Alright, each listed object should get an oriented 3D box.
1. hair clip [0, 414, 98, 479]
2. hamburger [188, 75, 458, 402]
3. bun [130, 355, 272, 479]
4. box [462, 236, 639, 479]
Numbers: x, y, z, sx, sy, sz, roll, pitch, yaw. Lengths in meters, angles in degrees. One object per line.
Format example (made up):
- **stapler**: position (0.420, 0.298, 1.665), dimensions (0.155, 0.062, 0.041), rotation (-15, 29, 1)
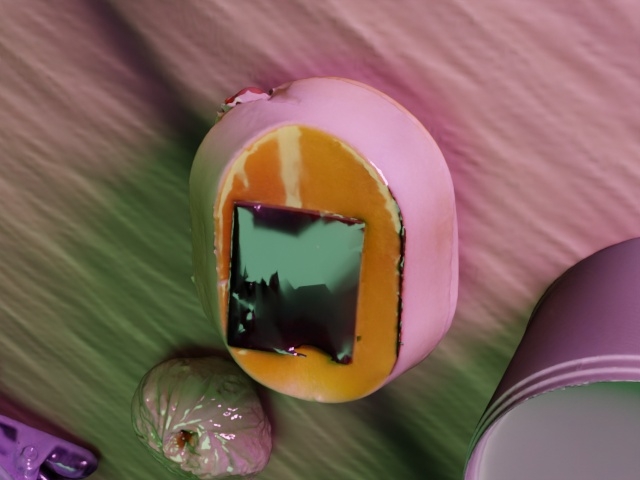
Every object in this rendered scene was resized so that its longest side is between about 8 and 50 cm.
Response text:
- **hair clip**: position (-0.305, 0.155, 1.046), dimensions (0.278, 0.090, 0.137), rotation (39, 127, 6)
- **hamburger**: position (0.000, 0.000, 0.781), dimensions (0.173, 0.116, 0.210), rotation (5, 117, 15)
- **bun**: position (-0.091, 0.142, 0.935), dimensions (0.115, 0.069, 0.115), rotation (14, 125, 20)
- **box**: position (0.207, 0.128, 0.727), dimensions (0.226, 0.149, 0.226), rotation (13, 124, 20)
